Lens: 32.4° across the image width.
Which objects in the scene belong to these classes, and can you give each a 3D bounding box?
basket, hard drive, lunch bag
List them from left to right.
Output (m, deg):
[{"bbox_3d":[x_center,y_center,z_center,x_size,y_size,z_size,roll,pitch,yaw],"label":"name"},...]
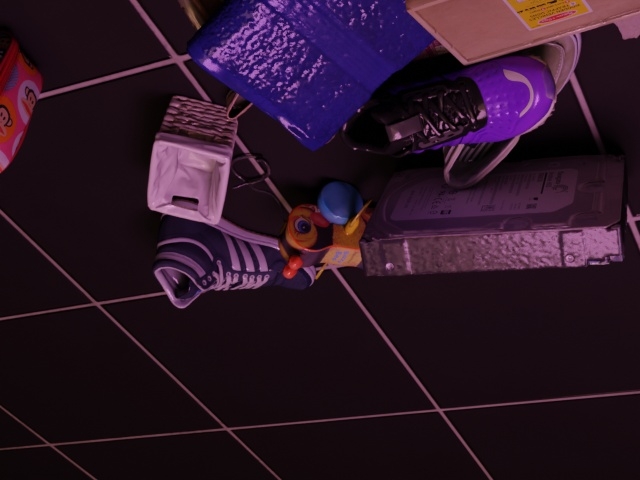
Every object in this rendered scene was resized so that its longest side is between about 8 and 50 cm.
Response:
[{"bbox_3d":[-0.548,-0.160,1.521,0.293,0.258,0.120,-5,141,20],"label":"lunch bag"},{"bbox_3d":[-0.184,-0.119,1.612,0.113,0.103,0.167,14,145,-4],"label":"basket"},{"bbox_3d":[0.241,-0.038,1.499,0.339,0.237,0.064,-2,117,19],"label":"hard drive"}]

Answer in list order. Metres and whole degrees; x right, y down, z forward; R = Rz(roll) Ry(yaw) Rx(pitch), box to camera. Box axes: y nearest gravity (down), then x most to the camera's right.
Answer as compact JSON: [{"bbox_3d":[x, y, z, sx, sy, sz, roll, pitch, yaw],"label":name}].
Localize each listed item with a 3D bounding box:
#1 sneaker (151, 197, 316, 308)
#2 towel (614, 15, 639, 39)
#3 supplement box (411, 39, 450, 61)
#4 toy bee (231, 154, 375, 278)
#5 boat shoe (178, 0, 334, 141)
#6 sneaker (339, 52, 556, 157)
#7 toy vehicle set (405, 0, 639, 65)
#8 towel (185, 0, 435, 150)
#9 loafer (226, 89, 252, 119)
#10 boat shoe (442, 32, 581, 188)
[{"bbox_3d":[-0.144,0.055,1.792,0.282,0.153,0.099,25,142,-19],"label":"sneaker"},{"bbox_3d":[0.430,-0.332,1.211,0.282,0.049,0.187,-14,139,29],"label":"towel"},{"bbox_3d":[0.132,-0.262,1.385,0.083,0.043,0.055,-8,140,26],"label":"supplement box"},{"bbox_3d":[0.000,0.000,1.675,0.298,0.162,0.195,6,145,6],"label":"toy bee"},{"bbox_3d":[-0.062,-0.259,1.398,0.116,0.123,0.324,-40,128,13],"label":"boat shoe"},{"bbox_3d":[0.144,-0.151,1.357,0.293,0.146,0.102,-8,102,44],"label":"sneaker"},{"bbox_3d":[0.247,-0.272,1.209,0.267,0.035,0.166,-13,160,27],"label":"toy vehicle set"},{"bbox_3d":[0.020,-0.271,1.296,0.308,0.076,0.227,-41,129,17],"label":"towel"},{"bbox_3d":[-0.092,-0.209,1.518,0.045,0.039,0.125,27,141,-20],"label":"loafer"},{"bbox_3d":[0.246,-0.174,1.429,0.109,0.094,0.302,17,144,-9],"label":"boat shoe"}]
